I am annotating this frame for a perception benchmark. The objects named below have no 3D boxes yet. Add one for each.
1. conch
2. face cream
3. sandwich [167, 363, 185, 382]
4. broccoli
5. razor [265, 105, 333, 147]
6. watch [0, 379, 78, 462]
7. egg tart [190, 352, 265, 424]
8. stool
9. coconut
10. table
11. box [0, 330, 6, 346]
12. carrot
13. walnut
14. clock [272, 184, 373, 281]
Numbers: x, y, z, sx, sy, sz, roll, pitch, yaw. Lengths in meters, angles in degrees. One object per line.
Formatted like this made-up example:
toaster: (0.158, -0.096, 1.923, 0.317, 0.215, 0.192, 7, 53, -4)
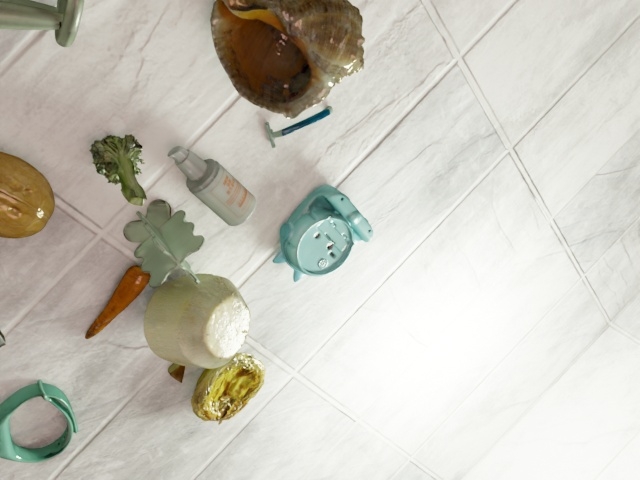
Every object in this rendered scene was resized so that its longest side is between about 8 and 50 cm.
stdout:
conch: (-0.072, -0.441, 1.451, 0.352, 0.210, 0.297, 26, 105, -4)
face cream: (-0.268, -0.142, 1.548, 0.101, 0.101, 0.251, -46, 129, -1)
sandwich: (-0.404, 0.364, 1.786, 0.044, 0.031, 0.083, 0, 116, -33)
broccoli: (-0.427, -0.146, 1.389, 0.118, 0.204, 0.122, -13, 136, -24)
razor: (-0.047, -0.300, 1.635, 0.191, 0.037, 0.068, -26, 124, -17)
watch: (-0.726, 0.466, 1.626, 0.195, 0.068, 0.237, -11, 121, -27)
egg tart: (-0.276, 0.415, 1.855, 0.232, 0.098, 0.252, -2, 120, -37)
stool: (-0.537, -0.466, 1.153, 0.199, 0.195, 0.195, 4, 113, -30)
coconut: (-0.318, 0.201, 1.629, 0.245, 0.247, 0.244, -10, 103, -53)
table: (-0.362, 0.016, 1.514, 0.167, 0.198, 0.166, -14, 121, -24)
box: (-0.899, 0.233, 1.410, 0.325, 0.047, 0.180, -26, 126, -16)
carrot: (-0.508, 0.157, 1.596, 0.061, 0.061, 0.256, 34, 97, -39)
walnut: (-0.647, -0.090, 1.315, 0.165, 0.165, 0.197, -48, 121, 0)
clock: (0.000, 0.000, 1.790, 0.274, 0.094, 0.223, -47, 128, -2)
